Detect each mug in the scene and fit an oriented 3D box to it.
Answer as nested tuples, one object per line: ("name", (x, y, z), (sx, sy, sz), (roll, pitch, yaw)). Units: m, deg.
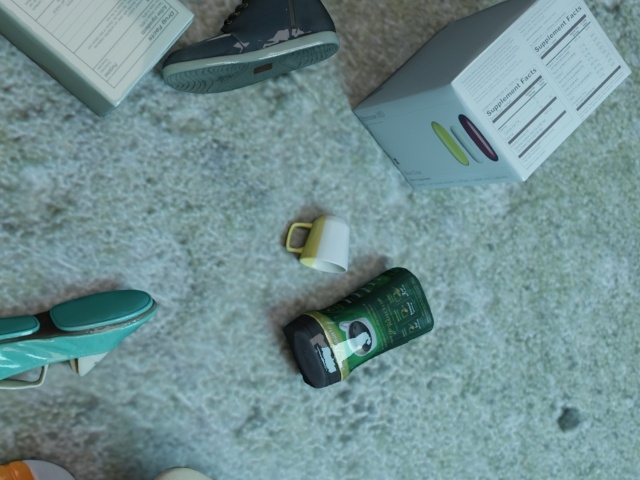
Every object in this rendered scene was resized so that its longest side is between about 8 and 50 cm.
("mug", (0.004, 0.000, 1.215), (0.078, 0.062, 0.064), (20, 75, -27))

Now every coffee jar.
("coffee jar", (0.048, 0.112, 1.221), (0.184, 0.079, 0.096), (-25, 102, -21))

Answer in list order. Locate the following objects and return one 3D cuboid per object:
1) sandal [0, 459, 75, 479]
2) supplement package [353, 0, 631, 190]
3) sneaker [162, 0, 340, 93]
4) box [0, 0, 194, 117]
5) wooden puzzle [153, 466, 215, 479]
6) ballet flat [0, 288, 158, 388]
("sandal", (-0.393, 0.310, 1.043), (0.265, 0.076, 0.102), (-5, 70, -34))
("supplement package", (0.202, -0.184, 1.184), (0.204, 0.262, 0.145), (-44, 105, -16))
("sneaker", (-0.098, -0.259, 1.174), (0.222, 0.083, 0.118), (-16, 77, -15))
("box", (-0.310, -0.292, 1.052), (0.311, 0.121, 0.148), (42, 75, -17))
("wooden puzzle", (-0.128, 0.449, 1.042), (0.348, 0.080, 0.322), (46, 51, -47))
("ballet flat", (-0.307, 0.119, 1.087), (0.247, 0.083, 0.087), (-11, 118, -22))
